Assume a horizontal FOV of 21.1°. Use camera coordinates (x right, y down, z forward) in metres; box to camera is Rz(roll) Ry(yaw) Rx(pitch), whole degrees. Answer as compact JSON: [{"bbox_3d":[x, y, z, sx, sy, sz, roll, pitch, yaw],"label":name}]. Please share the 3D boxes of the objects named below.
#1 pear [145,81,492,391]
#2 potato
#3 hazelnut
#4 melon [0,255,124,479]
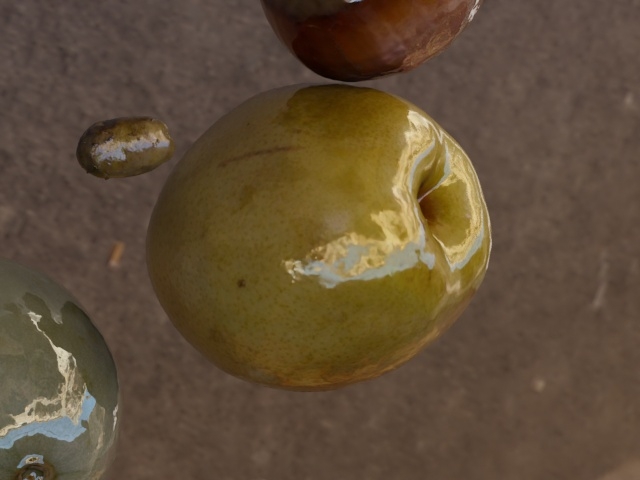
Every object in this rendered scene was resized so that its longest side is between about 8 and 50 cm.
[{"bbox_3d":[0.000,0.000,1.604,0.314,0.314,0.314,-29,129,-42],"label":"pear"},{"bbox_3d":[-0.164,-0.079,1.444,0.083,0.040,0.051,-9,112,-12],"label":"potato"},{"bbox_3d":[0.049,-0.233,1.538,0.214,0.214,0.176,61,25,-48],"label":"hazelnut"},{"bbox_3d":[-0.288,0.136,1.410,0.271,0.308,0.272,7,75,-27],"label":"melon"}]
